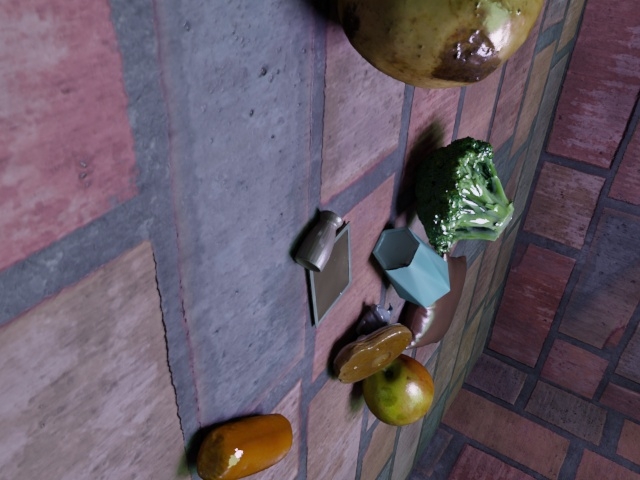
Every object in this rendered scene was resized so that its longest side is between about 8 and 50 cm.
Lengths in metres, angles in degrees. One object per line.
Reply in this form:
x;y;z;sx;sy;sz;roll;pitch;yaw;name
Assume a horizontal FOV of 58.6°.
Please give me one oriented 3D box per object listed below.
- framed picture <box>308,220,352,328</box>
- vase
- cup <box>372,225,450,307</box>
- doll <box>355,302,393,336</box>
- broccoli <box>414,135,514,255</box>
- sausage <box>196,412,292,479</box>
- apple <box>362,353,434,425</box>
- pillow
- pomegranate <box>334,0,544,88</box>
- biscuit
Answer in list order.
0.020;0.069;1.118;0.142;0.011;0.183;-48;149;-35;framed picture
0.000;0.000;0.976;0.101;0.053;0.053;-63;154;-18;vase
0.211;0.063;1.350;0.235;0.134;0.148;37;43;-57;cup
0.131;0.215;1.394;0.104;0.062;0.195;-10;138;-10;doll
0.324;-0.102;1.312;0.269;0.241;0.261;-49;163;-24;broccoli
-0.122;0.356;0.983;0.238;0.098;0.098;17;95;-63;sausage
0.203;0.395;1.528;0.196;0.196;0.196;-43;146;-40;apple
0.351;0.179;1.731;0.308;0.108;0.305;10;100;-63;pillow
0.153;-0.335;0.739;0.281;0.281;0.281;-43;146;-40;pomegranate
0.119;0.262;1.344;0.208;0.049;0.181;-26;149;-18;biscuit
